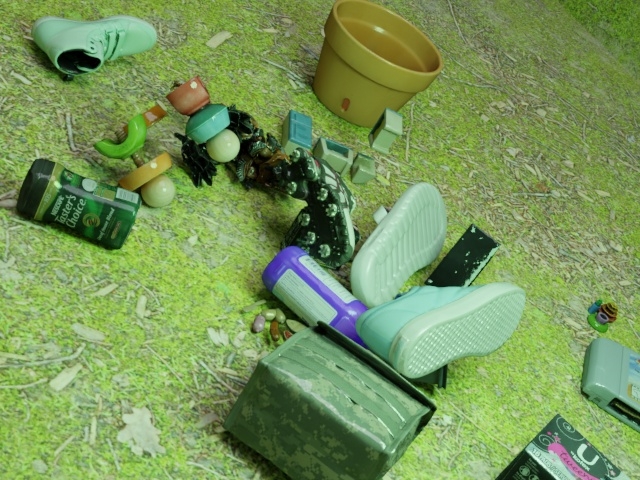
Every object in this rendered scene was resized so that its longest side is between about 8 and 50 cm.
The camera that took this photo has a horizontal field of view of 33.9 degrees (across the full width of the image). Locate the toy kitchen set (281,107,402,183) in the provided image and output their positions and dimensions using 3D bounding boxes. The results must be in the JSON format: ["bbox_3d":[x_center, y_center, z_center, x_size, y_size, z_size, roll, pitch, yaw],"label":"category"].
[{"bbox_3d":[0.045,-0.242,2.235,0.207,0.166,0.122,21,34,-17],"label":"toy kitchen set"}]

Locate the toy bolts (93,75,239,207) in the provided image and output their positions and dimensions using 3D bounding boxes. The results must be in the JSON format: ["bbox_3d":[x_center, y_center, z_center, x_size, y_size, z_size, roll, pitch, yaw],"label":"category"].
[{"bbox_3d":[-0.257,-0.175,1.892,0.158,0.228,0.218,56,9,-9],"label":"toy bolts"}]

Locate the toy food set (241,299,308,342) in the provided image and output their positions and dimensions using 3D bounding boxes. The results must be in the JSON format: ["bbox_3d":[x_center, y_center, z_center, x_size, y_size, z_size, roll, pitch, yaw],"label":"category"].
[{"bbox_3d":[-0.073,0.146,1.748,0.122,0.019,0.078,35,34,27],"label":"toy food set"}]

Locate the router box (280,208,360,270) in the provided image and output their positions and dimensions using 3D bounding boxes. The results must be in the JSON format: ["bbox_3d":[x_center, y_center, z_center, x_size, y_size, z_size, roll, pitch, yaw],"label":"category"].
[{"bbox_3d":[0.000,0.000,1.948,0.122,0.092,0.038,17,36,-23],"label":"router box"}]

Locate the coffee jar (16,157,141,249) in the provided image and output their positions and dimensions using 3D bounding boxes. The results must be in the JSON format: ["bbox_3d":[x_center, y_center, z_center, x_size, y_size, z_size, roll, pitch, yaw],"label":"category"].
[{"bbox_3d":[-0.391,-0.060,1.696,0.184,0.096,0.079,21,32,-15],"label":"coffee jar"}]

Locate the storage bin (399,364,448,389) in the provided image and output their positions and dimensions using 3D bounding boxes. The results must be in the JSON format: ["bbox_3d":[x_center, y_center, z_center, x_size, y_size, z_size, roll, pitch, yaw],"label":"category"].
[{"bbox_3d":[0.176,0.197,1.850,0.091,0.098,0.135,2,35,4],"label":"storage bin"}]

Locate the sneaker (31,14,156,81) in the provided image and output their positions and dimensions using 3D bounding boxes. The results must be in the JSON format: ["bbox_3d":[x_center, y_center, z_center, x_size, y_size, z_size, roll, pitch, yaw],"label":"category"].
[{"bbox_3d":[-0.426,-0.373,2.078,0.256,0.094,0.151,-7,43,-32],"label":"sneaker"}]

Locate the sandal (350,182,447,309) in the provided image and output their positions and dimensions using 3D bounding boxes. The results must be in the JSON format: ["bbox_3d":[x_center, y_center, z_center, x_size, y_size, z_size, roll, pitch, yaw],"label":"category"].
[{"bbox_3d":[0.138,-0.005,2.053,0.102,0.169,0.416,1,21,28],"label":"sandal"}]

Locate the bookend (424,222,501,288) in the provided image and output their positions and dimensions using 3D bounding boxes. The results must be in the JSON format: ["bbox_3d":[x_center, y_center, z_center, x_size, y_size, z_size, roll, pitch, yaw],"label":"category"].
[{"bbox_3d":[0.274,0.063,2.095,0.072,0.156,0.157,38,-11,9],"label":"bookend"}]

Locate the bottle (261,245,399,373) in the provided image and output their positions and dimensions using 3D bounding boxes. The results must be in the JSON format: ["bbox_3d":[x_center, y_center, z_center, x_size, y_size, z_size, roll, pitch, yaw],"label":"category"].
[{"bbox_3d":[0.028,0.129,1.787,0.283,0.092,0.118,42,4,13],"label":"bottle"}]

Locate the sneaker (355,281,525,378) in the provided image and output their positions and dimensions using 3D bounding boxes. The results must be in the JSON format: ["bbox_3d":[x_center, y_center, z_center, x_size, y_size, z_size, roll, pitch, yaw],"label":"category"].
[{"bbox_3d":[0.204,0.117,1.751,0.150,0.135,0.366,32,25,34],"label":"sneaker"}]

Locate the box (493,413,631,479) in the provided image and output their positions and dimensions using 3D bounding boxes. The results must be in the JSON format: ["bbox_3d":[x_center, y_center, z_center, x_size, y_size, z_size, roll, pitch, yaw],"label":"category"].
[{"bbox_3d":[0.401,0.427,1.653,0.247,0.163,0.142,42,35,14],"label":"box"}]

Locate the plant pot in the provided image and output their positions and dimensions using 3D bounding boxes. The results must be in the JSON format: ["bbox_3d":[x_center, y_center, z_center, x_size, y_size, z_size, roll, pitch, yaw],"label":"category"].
[{"bbox_3d":[0.115,-0.402,2.473,0.291,0.203,0.291,22,34,-15],"label":"plant pot"}]

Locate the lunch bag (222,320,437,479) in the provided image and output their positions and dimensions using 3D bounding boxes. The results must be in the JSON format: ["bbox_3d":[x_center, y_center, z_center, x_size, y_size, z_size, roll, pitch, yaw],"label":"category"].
[{"bbox_3d":[0.035,0.247,1.590,0.235,0.169,0.287,36,24,12],"label":"lunch bag"}]

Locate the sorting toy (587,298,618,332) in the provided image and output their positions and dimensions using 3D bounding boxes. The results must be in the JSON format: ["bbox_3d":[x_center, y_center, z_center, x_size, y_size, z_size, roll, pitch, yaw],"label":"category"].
[{"bbox_3d":[0.623,0.158,2.308,0.061,0.042,0.102,41,34,14],"label":"sorting toy"}]

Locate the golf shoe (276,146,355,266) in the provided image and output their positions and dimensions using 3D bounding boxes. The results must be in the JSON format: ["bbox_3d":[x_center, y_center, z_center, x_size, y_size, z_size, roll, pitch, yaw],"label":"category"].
[{"bbox_3d":[0.022,-0.059,1.868,0.120,0.105,0.272,16,37,-36],"label":"golf shoe"}]

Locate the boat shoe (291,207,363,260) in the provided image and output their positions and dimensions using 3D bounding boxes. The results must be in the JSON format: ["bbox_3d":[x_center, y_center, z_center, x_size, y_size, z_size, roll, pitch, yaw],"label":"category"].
[{"bbox_3d":[0.021,-0.011,2.020,0.153,0.048,0.056,28,33,-6],"label":"boat shoe"}]

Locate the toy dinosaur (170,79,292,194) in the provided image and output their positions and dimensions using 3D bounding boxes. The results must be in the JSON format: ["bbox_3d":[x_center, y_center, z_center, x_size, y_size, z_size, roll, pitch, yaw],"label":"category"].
[{"bbox_3d":[-0.173,-0.190,2.049,0.322,0.164,0.218,21,15,16],"label":"toy dinosaur"}]

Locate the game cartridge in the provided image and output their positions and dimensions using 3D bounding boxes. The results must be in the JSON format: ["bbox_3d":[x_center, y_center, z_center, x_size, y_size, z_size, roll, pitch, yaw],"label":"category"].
[{"bbox_3d":[0.667,0.320,2.125,0.297,0.062,0.198,32,37,0],"label":"game cartridge"}]

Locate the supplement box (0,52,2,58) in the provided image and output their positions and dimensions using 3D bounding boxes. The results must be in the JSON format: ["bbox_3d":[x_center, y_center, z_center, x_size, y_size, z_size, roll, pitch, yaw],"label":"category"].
[{"bbox_3d":[-0.684,-0.334,1.829,0.233,0.078,0.080,26,36,-9],"label":"supplement box"}]
